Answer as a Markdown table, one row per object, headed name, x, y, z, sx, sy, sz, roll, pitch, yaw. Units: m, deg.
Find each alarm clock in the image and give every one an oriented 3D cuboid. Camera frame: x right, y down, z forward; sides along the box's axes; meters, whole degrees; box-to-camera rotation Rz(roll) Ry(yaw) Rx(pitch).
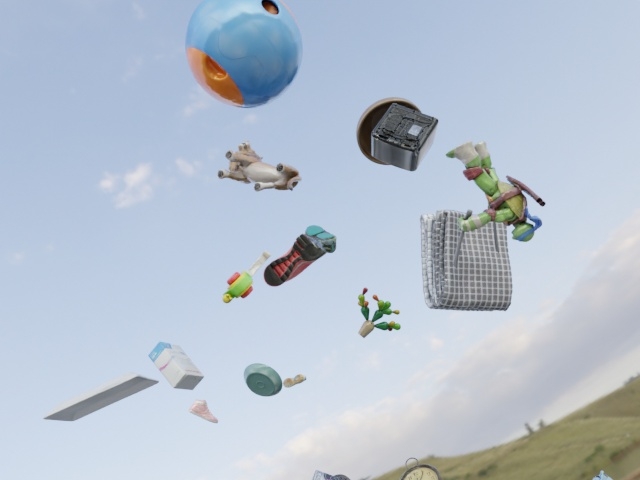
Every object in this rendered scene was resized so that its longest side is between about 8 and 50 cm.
| name | x | y | z | sx | sy | sz | roll | pitch | yaw |
| --- | --- | --- | --- | --- | --- | --- | --- | --- | --- |
| alarm clock | 0.287 | 0.702 | 1.665 | 0.129 | 0.192 | 0.064 | -27 | -63 | 3 |

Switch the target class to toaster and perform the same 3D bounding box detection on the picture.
| name | x | y | z | sx | sy | sz | roll | pitch | yaw |
| --- | --- | --- | --- | --- | --- | --- | --- | --- | --- |
| toaster | 0.259 | -0.319 | 1.807 | 0.186 | 0.168 | 0.110 | -56 | -22 | -29 |

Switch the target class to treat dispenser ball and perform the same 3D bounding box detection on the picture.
| name | x | y | z | sx | sy | sz | roll | pitch | yaw |
| --- | --- | --- | --- | --- | --- | --- | --- | --- | --- |
| treat dispenser ball | -0.186 | -0.473 | 1.420 | 0.288 | 0.288 | 0.288 | -23 | -32 | -15 |

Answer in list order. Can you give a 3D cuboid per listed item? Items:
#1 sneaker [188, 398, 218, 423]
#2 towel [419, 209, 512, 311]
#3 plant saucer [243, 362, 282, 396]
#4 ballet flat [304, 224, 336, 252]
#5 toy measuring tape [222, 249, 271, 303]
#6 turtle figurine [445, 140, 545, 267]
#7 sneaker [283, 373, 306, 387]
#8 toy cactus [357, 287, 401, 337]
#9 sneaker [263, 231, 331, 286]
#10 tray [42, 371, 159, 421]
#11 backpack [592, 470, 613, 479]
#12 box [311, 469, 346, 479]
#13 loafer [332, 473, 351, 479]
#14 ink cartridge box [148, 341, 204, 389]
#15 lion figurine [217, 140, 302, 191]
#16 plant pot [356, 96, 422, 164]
| name | x | y | z | sx | sy | sz | roll | pitch | yaw |
| --- | --- | --- | --- | --- | --- | --- | --- | --- | --- |
| sneaker | -0.473 | 0.703 | 2.388 | 0.070 | 0.134 | 0.051 | -64 | 12 | -17 |
| towel | 0.410 | 0.053 | 1.606 | 0.234 | 0.284 | 0.121 | 4 | -10 | -20 |
| plant saucer | -0.166 | 0.400 | 1.628 | 0.119 | 0.119 | 0.021 | -54 | 2 | 33 |
| ballet flat | 0.000 | 0.000 | 1.841 | 0.070 | 0.188 | 0.070 | -5 | -75 | -18 |
| toy measuring tape | -0.313 | 0.154 | 2.542 | 0.330 | 0.121 | 0.121 | -48 | -21 | -31 |
| turtle figurine | 0.379 | -0.089 | 1.398 | 0.197 | 0.267 | 0.275 | -20 | -10 | -20 |
| sneaker | -0.081 | 0.451 | 1.841 | 0.083 | 0.032 | 0.037 | -24 | -27 | 28 |
| toy cactus | 0.216 | 0.312 | 2.343 | 0.181 | 0.219 | 0.112 | -50 | 13 | -4 |
| sneaker | -0.087 | 0.066 | 2.255 | 0.313 | 0.116 | 0.136 | -35 | -9 | -2 |
| tray | -0.582 | 0.414 | 1.541 | 0.270 | 0.030 | 0.145 | -24 | -23 | 0 |
| backpack | 0.589 | 0.561 | 1.161 | 0.158 | 0.116 | 0.173 | -53 | -42 | -34 |
| box | 0.014 | 0.690 | 1.338 | 0.247 | 0.142 | 0.164 | -60 | -12 | -73 |
| loafer | -0.051 | 0.846 | 1.736 | 0.365 | 0.134 | 0.130 | -29 | -16 | -13 |
| ink cartridge box | -0.367 | 0.321 | 1.470 | 0.052 | 0.122 | 0.088 | -51 | -28 | 1 |
| lion figurine | -0.188 | -0.232 | 1.988 | 0.240 | 0.392 | 0.142 | 1 | -67 | -59 |
| plant pot | 0.233 | -0.386 | 1.966 | 0.237 | 0.110 | 0.238 | -3 | -55 | -4 |
